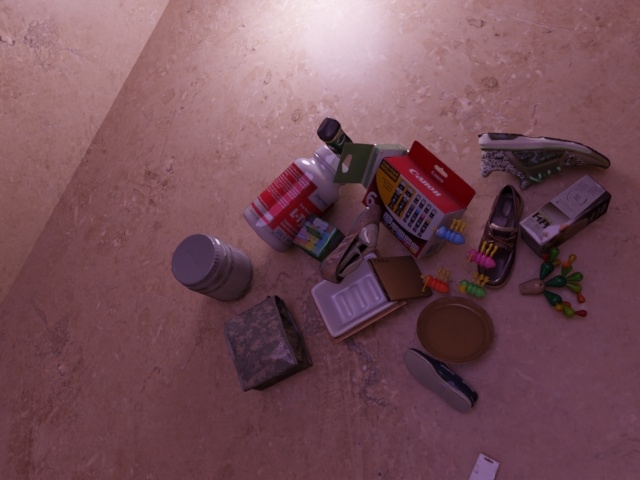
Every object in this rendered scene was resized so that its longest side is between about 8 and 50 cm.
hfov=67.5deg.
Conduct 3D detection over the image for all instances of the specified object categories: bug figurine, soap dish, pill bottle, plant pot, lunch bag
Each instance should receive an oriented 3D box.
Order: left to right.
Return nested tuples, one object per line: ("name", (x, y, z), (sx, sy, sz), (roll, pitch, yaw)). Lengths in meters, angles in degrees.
("lunch bag", (-0.199, 0.366, 1.731), (0.235, 0.169, 0.286), (-30, 66, 12))
("pill bottle", (-0.079, -0.165, 1.837), (0.408, 0.229, 0.229), (-44, 60, 5))
("soap dish", (0.130, 0.198, 1.672), (0.291, 0.118, 0.228), (-32, 61, 11))
("plant pot", (0.425, 0.285, 1.520), (0.237, 0.032, 0.236), (-7, 52, 9))
("bug figurine", (0.433, 0.081, 1.509), (0.217, 0.072, 0.278), (21, 125, 22))

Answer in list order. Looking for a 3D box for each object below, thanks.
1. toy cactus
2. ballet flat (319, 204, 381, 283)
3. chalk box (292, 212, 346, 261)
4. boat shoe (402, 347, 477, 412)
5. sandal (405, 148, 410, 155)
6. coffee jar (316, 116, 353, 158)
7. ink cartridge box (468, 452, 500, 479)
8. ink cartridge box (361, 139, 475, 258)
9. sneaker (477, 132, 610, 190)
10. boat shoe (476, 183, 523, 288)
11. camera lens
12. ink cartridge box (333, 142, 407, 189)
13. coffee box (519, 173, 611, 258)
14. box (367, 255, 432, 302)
("toy cactus", (0.699, 0.134, 1.453), (0.181, 0.112, 0.218), (-18, 80, 32))
("ballet flat", (0.128, 0.022, 1.628), (0.316, 0.108, 0.106), (-53, 45, 0))
("chalk box", (0.000, 0.000, 1.749), (0.132, 0.213, 0.132), (32, 86, 30))
("boat shoe", (0.372, 0.420, 1.490), (0.255, 0.079, 0.095), (35, 131, 25))
("sandal", (0.366, -0.215, 1.724), (0.086, 0.120, 0.302), (-37, 60, 21))
("coffee jar", (0.057, -0.404, 1.890), (0.079, 0.184, 0.096), (28, 84, 30))
("ink cartridge box", (0.471, 0.683, 1.388), (0.063, 0.029, 0.115), (20, 79, 29))
("ink cartridge box", (0.322, -0.145, 1.624), (0.309, 0.130, 0.271), (49, 135, 29))
("sneaker", (0.721, -0.252, 1.591), (0.411, 0.158, 0.181), (14, 108, 26))
("boat shoe", (0.577, -0.018, 1.546), (0.123, 0.123, 0.341), (14, 78, 28))
("camera lens", (-0.410, 0.109, 1.859), (0.220, 0.274, 0.219), (-8, 68, 21))
("ink cartridge box", (0.179, -0.264, 1.727), (0.056, 0.235, 0.171), (56, 141, 43))
("coffee box", (0.750, -0.070, 1.478), (0.247, 0.141, 0.098), (-38, 61, 8))
("box", (0.267, 0.125, 1.603), (0.021, 0.201, 0.164), (-51, 53, 41))
